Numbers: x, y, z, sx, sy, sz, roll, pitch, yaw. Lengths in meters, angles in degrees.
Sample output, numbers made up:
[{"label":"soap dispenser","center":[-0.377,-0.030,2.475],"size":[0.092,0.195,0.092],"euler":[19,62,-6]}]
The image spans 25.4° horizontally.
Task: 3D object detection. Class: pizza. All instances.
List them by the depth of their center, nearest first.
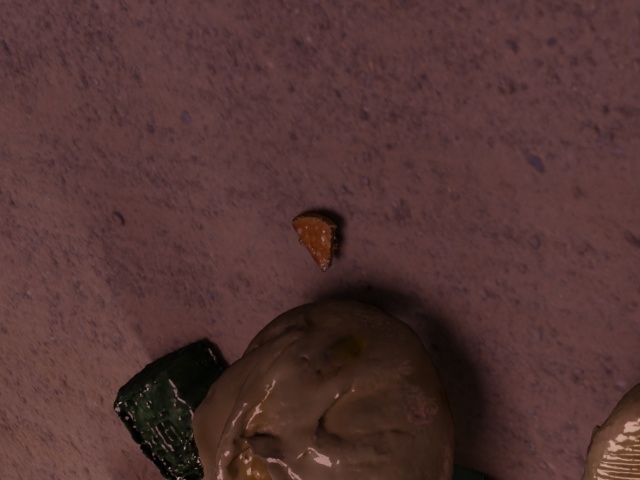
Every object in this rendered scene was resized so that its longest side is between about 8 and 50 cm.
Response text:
[{"label":"pizza","center":[0.000,-0.001,1.778],"size":[0.083,0.025,0.078],"euler":[12,122,49]}]

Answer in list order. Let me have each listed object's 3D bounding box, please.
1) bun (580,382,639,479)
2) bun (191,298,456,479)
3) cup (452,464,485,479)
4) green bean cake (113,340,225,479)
[{"label":"bun","center":[0.391,0.248,1.471],"size":[0.244,0.153,0.243],"euler":[9,106,32]},{"label":"bun","center":[-0.015,0.242,1.739],"size":[0.365,0.219,0.365],"euler":[-9,77,42]},{"label":"cup","center":[0.168,0.420,1.855],"size":[0.134,0.148,0.235],"euler":[-5,122,18]},{"label":"green bean cake","center":[-0.197,0.266,2.123],"size":[0.208,0.107,0.193],"euler":[-29,95,50]}]
